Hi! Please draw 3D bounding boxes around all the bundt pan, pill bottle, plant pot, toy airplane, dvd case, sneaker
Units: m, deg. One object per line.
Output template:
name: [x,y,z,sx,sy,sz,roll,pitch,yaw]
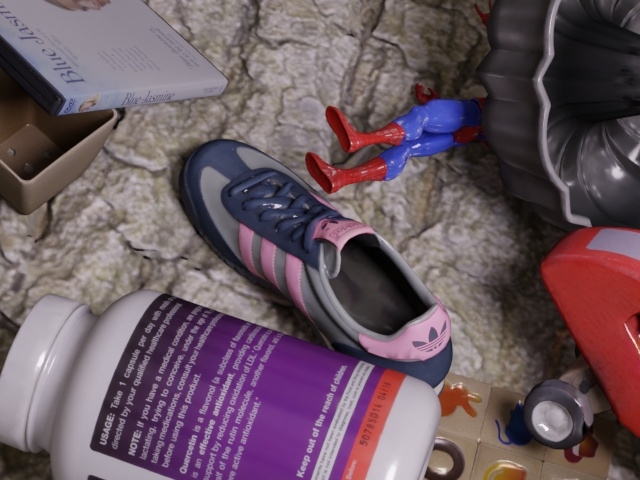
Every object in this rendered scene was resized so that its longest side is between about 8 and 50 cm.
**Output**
bundt pan: [0.266,-0.150,1.539,0.331,0.330,0.124,-38,31,-27]
pill bottle: [-0.080,0.149,1.334,0.323,0.181,0.181,19,58,7]
plant pot: [-0.255,-0.088,1.501,0.109,0.096,0.109,42,61,14]
toy airplane: [0.385,0.148,1.372,0.384,0.272,0.386,12,42,-26]
dvd case: [-0.213,-0.182,1.524,0.180,0.022,0.253,43,27,17]
sneaker: [0.000,0.000,1.472,0.112,0.131,0.319,-36,67,-26]

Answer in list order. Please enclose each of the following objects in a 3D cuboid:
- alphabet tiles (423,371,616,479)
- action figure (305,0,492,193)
alphabet tiles: [0.113,0.242,1.423,0.343,0.011,0.285,17,57,0]
action figure: [0.104,-0.133,1.583,0.280,0.091,0.139,-11,56,-32]
